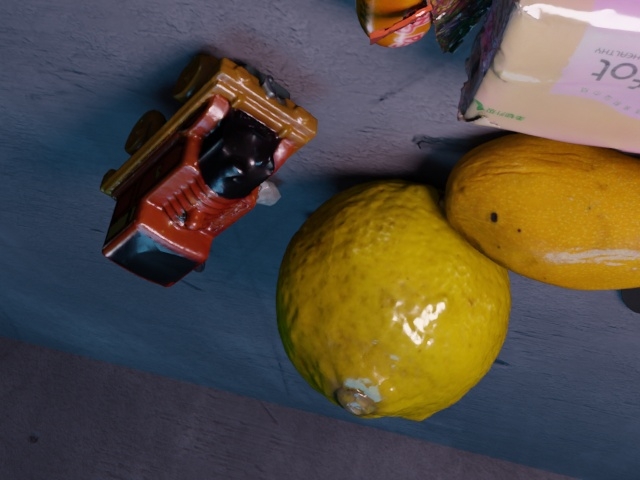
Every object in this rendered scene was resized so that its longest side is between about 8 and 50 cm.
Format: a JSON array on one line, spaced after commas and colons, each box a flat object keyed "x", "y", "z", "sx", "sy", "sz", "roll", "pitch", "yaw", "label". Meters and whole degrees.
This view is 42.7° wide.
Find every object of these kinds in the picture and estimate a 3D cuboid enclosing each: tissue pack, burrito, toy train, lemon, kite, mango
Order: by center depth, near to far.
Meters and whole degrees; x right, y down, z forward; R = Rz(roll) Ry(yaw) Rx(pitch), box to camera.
[{"x": 0.125, "y": -0.234, "z": 0.751, "sx": 0.189, "sy": 0.009, "sz": 0.232, "roll": -31, "pitch": 161, "yaw": 4, "label": "kite"}, {"x": 0.280, "y": -0.180, "z": 0.772, "sx": 0.257, "sy": 0.123, "sz": 0.215, "roll": 8, "pitch": 158, "yaw": -3, "label": "tissue pack"}, {"x": 0.316, "y": -0.032, "z": 1.006, "sx": 0.359, "sy": 0.187, "sz": 0.144, "roll": 17, "pitch": -169, "yaw": 30, "label": "mango"}, {"x": -0.174, "y": -0.086, "z": 1.120, "sx": 0.163, "sy": 0.231, "sz": 0.369, "roll": 29, "pitch": 137, "yaw": -29, "label": "toy train"}, {"x": 0.102, "y": 0.092, "z": 1.216, "sx": 0.350, "sy": 0.387, "sz": 0.350, "roll": 19, "pitch": 141, "yaw": 17, "label": "lemon"}, {"x": -0.140, "y": -0.111, "z": 1.317, "sx": 0.064, "sy": 0.064, "sz": 0.203, "roll": -2, "pitch": 152, "yaw": 39, "label": "burrito"}]

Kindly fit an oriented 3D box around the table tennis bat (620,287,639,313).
[{"x": 0.592, "y": 0.116, "z": 1.357, "sx": 0.173, "sy": 0.022, "sz": 0.301, "roll": 5, "pitch": 153, "yaw": 27, "label": "table tennis bat"}]

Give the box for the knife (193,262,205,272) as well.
[{"x": -0.273, "y": -0.012, "z": 1.647, "sx": 0.123, "sy": 0.053, "sz": 0.278, "roll": 7, "pitch": 156, "yaw": 13, "label": "knife"}]

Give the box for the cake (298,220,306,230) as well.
[{"x": 0.000, "y": 0.000, "z": 1.440, "sx": 0.084, "sy": 0.084, "sz": 0.044, "roll": 13, "pitch": 164, "yaw": 12, "label": "cake"}]

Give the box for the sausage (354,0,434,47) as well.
[{"x": 0.078, "y": -0.273, "z": 0.740, "sx": 0.093, "sy": 0.093, "sz": 0.312, "roll": 15, "pitch": 157, "yaw": 5, "label": "sausage"}]
